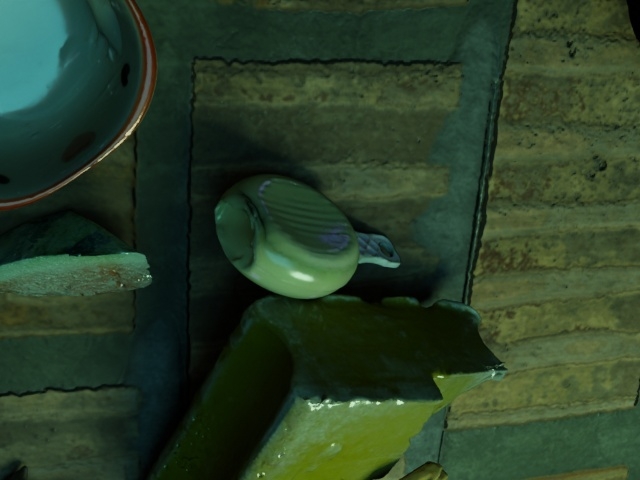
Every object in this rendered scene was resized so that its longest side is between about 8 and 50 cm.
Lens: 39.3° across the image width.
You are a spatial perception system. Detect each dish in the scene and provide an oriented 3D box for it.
[{"bbox_3d":[-0.269,-0.162,0.734,0.256,0.117,0.256,-8,115,-17],"label":"dish"}]

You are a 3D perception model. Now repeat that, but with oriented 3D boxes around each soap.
[{"bbox_3d":[0.001,0.218,0.980,0.304,0.169,0.339,5,130,-36],"label":"soap"}]

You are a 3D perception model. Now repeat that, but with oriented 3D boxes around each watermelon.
[{"bbox_3d":[-0.250,0.020,0.855,0.180,0.081,0.094,3,129,-4],"label":"watermelon"}]

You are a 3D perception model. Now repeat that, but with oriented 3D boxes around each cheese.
[{"bbox_3d":[0.000,0.000,0.908,0.227,0.137,0.064,8,136,-43],"label":"cheese"}]

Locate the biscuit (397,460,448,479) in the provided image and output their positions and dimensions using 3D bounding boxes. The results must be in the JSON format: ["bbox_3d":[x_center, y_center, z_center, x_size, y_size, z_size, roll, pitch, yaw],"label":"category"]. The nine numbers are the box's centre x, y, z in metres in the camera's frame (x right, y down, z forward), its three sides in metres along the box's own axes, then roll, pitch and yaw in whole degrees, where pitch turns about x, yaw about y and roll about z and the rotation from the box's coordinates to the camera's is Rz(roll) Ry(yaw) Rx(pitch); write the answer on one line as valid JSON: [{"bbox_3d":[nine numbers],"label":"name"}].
[{"bbox_3d":[-0.003,0.349,0.995,0.376,0.051,0.269,-41,164,27],"label":"biscuit"}]

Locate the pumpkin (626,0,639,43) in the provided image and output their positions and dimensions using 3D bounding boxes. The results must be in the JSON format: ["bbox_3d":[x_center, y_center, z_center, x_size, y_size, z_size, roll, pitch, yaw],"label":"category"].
[{"bbox_3d":[0.454,-0.271,0.880,0.315,0.238,0.315,0,129,0],"label":"pumpkin"}]

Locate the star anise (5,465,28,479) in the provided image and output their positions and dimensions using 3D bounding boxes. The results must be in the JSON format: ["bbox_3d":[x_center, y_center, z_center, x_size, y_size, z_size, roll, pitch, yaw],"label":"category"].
[{"bbox_3d":[-0.328,0.360,0.950,0.282,0.129,0.212,3,118,-30],"label":"star anise"}]
